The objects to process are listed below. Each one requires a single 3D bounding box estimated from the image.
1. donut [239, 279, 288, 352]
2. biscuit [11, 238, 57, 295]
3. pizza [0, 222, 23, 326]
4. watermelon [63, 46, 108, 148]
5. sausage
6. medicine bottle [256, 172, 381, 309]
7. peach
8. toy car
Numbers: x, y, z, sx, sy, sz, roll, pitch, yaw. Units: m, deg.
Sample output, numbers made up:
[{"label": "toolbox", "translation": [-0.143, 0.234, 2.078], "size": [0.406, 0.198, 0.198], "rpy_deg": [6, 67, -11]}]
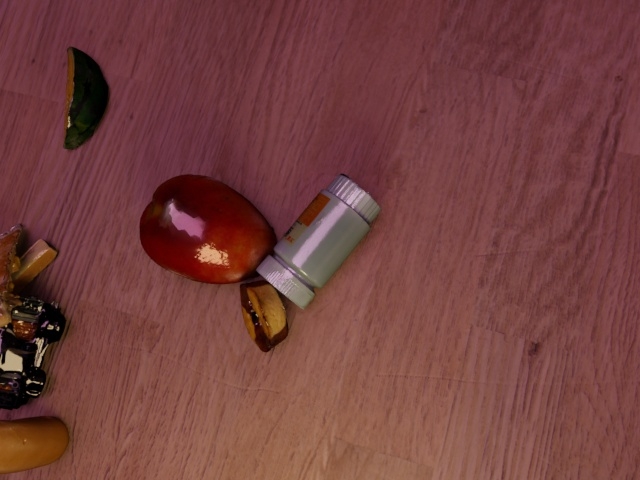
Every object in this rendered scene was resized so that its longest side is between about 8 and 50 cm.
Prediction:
[{"label": "donut", "translation": [-0.137, 0.180, 1.636], "size": [0.073, 0.166, 0.184], "rpy_deg": [-21, 121, -22]}, {"label": "biscuit", "translation": [-0.795, 0.075, 1.803], "size": [0.188, 0.052, 0.056], "rpy_deg": [-44, 61, -2]}, {"label": "pizza", "translation": [-0.923, 0.140, 1.657], "size": [0.392, 0.435, 0.080], "rpy_deg": [-23, 121, -6]}, {"label": "watermelon", "translation": [-0.671, -0.410, 1.857], "size": [0.129, 0.123, 0.301], "rpy_deg": [-11, 75, 28]}, {"label": "sausage", "translation": [-0.712, 0.478, 1.560], "size": [0.134, 0.354, 0.116], "rpy_deg": [-44, 76, -3]}, {"label": "medicine bottle", "translation": [0.000, 0.000, 1.649], "size": [0.158, 0.158, 0.318], "rpy_deg": [40, 87, 13]}, {"label": "peach", "translation": [-0.276, -0.021, 1.694], "size": [0.338, 0.281, 0.281], "rpy_deg": [20, 82, -24]}, {"label": "toy car", "translation": [-0.786, 0.282, 1.706], "size": [0.118, 0.193, 0.301], "rpy_deg": [11, 82, 55]}]
